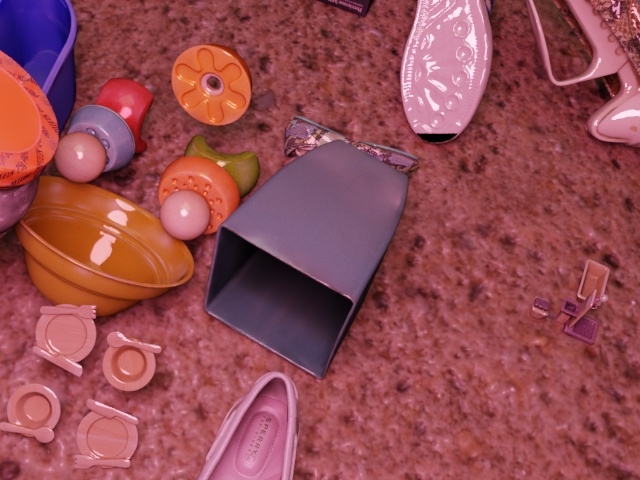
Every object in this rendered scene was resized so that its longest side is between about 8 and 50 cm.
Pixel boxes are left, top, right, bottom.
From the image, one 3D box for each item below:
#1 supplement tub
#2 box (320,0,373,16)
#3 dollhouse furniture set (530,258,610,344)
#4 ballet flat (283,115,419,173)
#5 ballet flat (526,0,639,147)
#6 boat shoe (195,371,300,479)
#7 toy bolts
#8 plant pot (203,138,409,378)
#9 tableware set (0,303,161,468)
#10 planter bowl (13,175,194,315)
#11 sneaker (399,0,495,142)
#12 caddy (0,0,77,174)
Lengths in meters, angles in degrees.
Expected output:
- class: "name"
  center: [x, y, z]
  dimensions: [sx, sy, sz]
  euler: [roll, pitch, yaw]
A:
- class: "supplement tub"
  center: [-0.406, -0.044, 0.776]
  dimensions: [0.193, 0.316, 0.194]
  euler: [39, 30, -28]
- class: "box"
  center: [0.027, -0.454, 1.252]
  dimensions: [0.155, 0.158, 0.093]
  euler: [21, 56, 3]
- class: "dollhouse furniture set"
  center: [0.332, 0.052, 1.032]
  dimensions: [0.091, 0.081, 0.114]
  euler: [25, 57, 5]
- class: "ballet flat"
  center: [0.038, -0.109, 1.101]
  dimensions: [0.188, 0.070, 0.070]
  euler: [18, 56, 4]
- class: "ballet flat"
  center: [0.418, -0.262, 1.173]
  dimensions: [0.182, 0.164, 0.483]
  euler: [-36, 99, 0]
- class: "boat shoe"
  center: [-0.090, 0.283, 0.792]
  dimensions: [0.118, 0.103, 0.320]
  euler: [20, 56, 2]
- class: "toy bolts"
  center: [-0.198, -0.121, 0.966]
  dimensions: [0.228, 0.218, 0.158]
  euler: [15, 35, 8]
- class: "plant pot"
  center: [0.000, 0.000, 0.962]
  dimensions: [0.165, 0.165, 0.234]
  euler: [29, 50, 8]
- class: "tableware set"
  center: [-0.247, 0.153, 0.849]
  dimensions: [0.141, 0.020, 0.169]
  euler: [18, 90, -1]
- class: "planter bowl"
  center: [-0.259, 0.022, 0.912]
  dimensions: [0.217, 0.090, 0.217]
  euler: [28, 17, -9]
- class: "sneaker"
  center: [0.206, -0.311, 1.217]
  dimensions: [0.130, 0.236, 0.323]
  euler: [4, 99, 18]
- class: "caddy"
  center: [-0.438, -0.204, 0.995]
  dimensions: [0.241, 0.179, 0.341]
  euler: [13, 56, -3]
